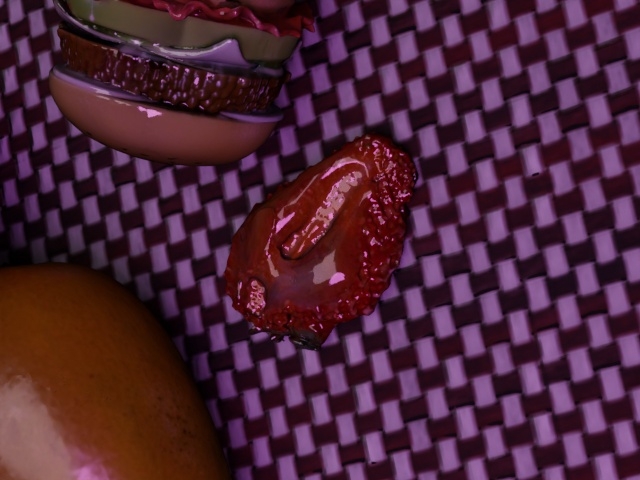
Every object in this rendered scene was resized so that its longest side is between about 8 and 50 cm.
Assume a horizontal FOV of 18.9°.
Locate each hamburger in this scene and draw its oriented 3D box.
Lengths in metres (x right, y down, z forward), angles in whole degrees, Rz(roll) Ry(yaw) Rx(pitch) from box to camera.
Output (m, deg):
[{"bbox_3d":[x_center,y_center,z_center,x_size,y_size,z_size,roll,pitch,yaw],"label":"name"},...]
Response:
[{"bbox_3d":[-0.091,-0.116,1.183,0.175,0.175,0.137,22,106,29],"label":"hamburger"}]

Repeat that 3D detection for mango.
[{"bbox_3d":[-0.157,0.155,1.177,0.211,0.173,0.317,-29,77,23],"label":"mango"}]

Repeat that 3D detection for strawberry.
[{"bbox_3d":[-0.002,0.000,1.178,0.104,0.048,0.152,35,104,24],"label":"strawberry"}]
